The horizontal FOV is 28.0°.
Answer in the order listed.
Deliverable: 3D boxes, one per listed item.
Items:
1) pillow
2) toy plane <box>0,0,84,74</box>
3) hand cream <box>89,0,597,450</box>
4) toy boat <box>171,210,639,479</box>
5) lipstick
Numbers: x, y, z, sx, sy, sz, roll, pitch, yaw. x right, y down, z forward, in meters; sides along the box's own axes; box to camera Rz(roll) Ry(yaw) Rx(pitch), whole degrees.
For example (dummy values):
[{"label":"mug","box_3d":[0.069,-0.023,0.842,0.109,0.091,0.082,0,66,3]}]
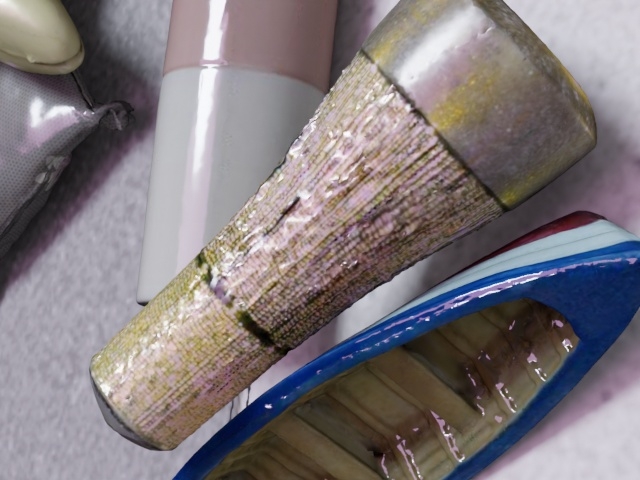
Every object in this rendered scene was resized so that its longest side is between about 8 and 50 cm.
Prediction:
[{"label":"pillow","box_3d":[-0.193,-0.109,0.700,0.169,0.059,0.255,-41,55,24]},{"label":"toy plane","box_3d":[-0.201,-0.149,0.633,0.244,0.092,0.229,33,70,35]},{"label":"hand cream","box_3d":[0.000,0.000,0.452,0.203,0.084,0.084,-43,53,6]},{"label":"toy boat","box_3d":[0.027,0.058,0.463,0.229,0.080,0.046,-41,21,28]},{"label":"lipstick","box_3d":[-0.028,-0.095,0.540,0.070,0.070,0.254,-1,79,42]}]
